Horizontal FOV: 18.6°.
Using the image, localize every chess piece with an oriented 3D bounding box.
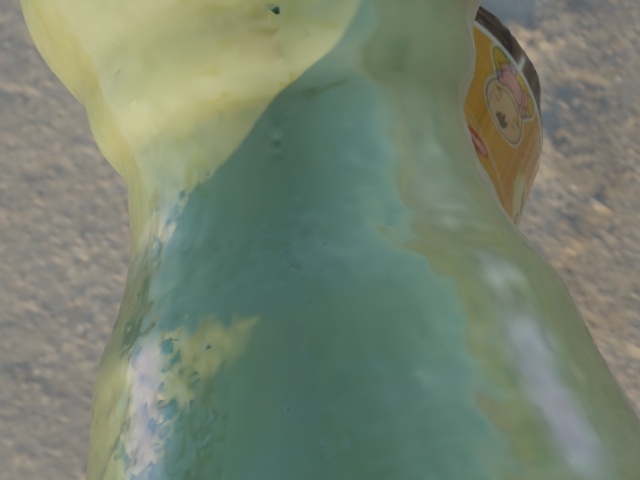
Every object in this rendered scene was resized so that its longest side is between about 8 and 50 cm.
[{"bbox_3d":[0.000,0.000,0.641,0.234,0.234,0.442,-19,71,30],"label":"chess piece"}]

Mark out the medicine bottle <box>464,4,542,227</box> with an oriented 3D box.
[{"bbox_3d":[-0.001,0.011,1.284,0.242,0.242,0.395,-13,35,33],"label":"medicine bottle"}]
